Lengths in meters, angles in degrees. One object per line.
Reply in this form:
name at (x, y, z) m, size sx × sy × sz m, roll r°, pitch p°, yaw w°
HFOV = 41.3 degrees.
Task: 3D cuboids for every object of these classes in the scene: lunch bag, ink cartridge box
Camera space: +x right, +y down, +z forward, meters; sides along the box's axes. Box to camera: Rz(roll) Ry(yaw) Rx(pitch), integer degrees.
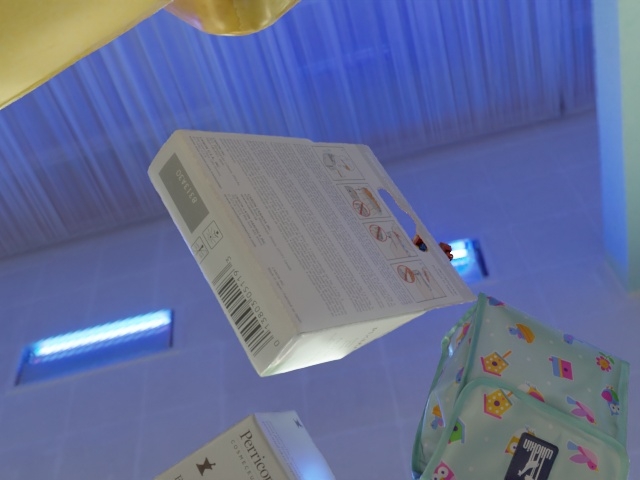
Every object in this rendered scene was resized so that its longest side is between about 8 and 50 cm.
lunch bag at (0.237, 0.223, 1.004) m, size 0.224 × 0.160 × 0.262 m, roll 26°, pitch -136°, yaw -2°
ink cartridge box at (0.000, 0.000, 0.656) m, size 0.225 × 0.056 × 0.181 m, roll -2°, pitch -127°, yaw -51°

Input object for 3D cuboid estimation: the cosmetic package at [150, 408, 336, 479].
cosmetic package at (-0.086, 0.299, 0.947) m, size 0.184 × 0.151 × 0.151 m, roll -35°, pitch -107°, yaw 8°

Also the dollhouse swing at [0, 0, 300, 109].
dollhouse swing at (-0.169, -0.250, 0.339) m, size 0.305 × 0.346 × 0.315 m, roll -32°, pitch -137°, yaw -19°

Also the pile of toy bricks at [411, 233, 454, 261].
pile of toy bricks at (0.187, 0.046, 1.770) m, size 0.118 × 0.212 × 0.105 m, roll 13°, pitch -137°, yaw -20°
